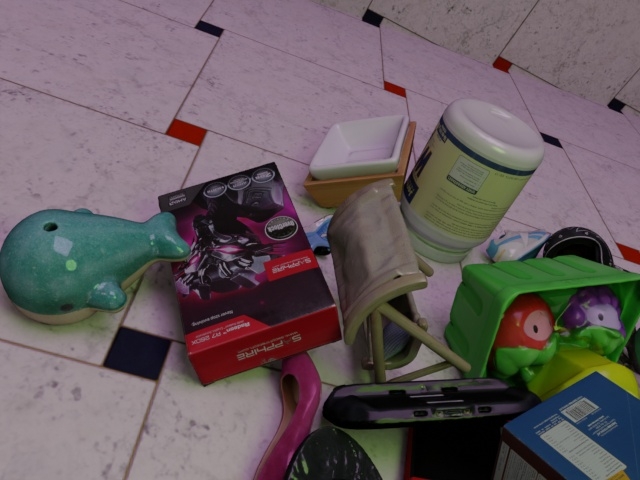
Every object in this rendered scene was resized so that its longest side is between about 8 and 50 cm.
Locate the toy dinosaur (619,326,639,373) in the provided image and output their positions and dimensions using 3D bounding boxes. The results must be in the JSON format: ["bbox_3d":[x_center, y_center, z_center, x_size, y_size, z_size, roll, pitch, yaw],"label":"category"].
[{"bbox_3d":[0.634,0.189,1.308,0.313,0.121,0.160,25,49,6],"label":"toy dinosaur"}]

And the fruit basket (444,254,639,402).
[{"bbox_3d":[0.452,0.208,1.069,0.391,0.283,0.392,7,27,-4],"label":"fruit basket"}]

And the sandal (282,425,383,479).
[{"bbox_3d":[0.039,0.412,0.654,0.167,0.107,0.446,24,41,-20],"label":"sandal"}]

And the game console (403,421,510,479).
[{"bbox_3d":[0.305,0.396,0.817,0.386,0.060,0.342,7,30,10],"label":"game console"}]

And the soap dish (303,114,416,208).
[{"bbox_3d":[0.105,-0.188,1.401,0.228,0.118,0.291,-4,33,18],"label":"soap dish"}]

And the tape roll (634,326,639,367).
[{"bbox_3d":[0.804,0.303,1.236,0.321,0.077,0.321,23,44,-24],"label":"tape roll"}]

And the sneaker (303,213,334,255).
[{"bbox_3d":[0.000,0.000,1.236,0.162,0.063,0.073,-29,80,-43],"label":"sneaker"}]

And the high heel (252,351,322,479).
[{"bbox_3d":[-0.059,0.254,0.862,0.117,0.082,0.244,8,48,-23],"label":"high heel"}]

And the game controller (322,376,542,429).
[{"bbox_3d":[0.166,0.252,0.887,0.319,0.067,0.166,-1,0,-11],"label":"game controller"}]

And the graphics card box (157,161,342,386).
[{"bbox_3d":[-0.131,0.036,0.998,0.232,0.094,0.371,-17,47,-6],"label":"graphics card box"}]

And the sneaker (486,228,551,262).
[{"bbox_3d":[0.503,0.008,1.485,0.092,0.087,0.228,40,36,27],"label":"sneaker"}]

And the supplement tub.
[{"bbox_3d":[0.326,-0.130,1.347,0.235,0.325,0.235,16,37,-13],"label":"supplement tub"}]

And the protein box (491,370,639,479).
[{"bbox_3d":[0.371,0.312,0.769,0.199,0.136,0.201,-17,34,-28],"label":"protein box"}]

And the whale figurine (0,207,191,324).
[{"bbox_3d":[-0.341,0.012,0.897,0.272,0.141,0.216,-18,52,-21],"label":"whale figurine"}]

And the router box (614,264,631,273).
[{"bbox_3d":[0.763,0.124,1.484,0.122,0.092,0.038,24,36,-1],"label":"router box"}]

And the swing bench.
[{"bbox_3d":[0.109,0.080,0.991,0.253,0.165,0.255,-98,161,-50],"label":"swing bench"}]

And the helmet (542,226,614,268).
[{"bbox_3d":[0.624,0.048,1.437,0.169,0.169,0.162,-1,62,-32],"label":"helmet"}]
